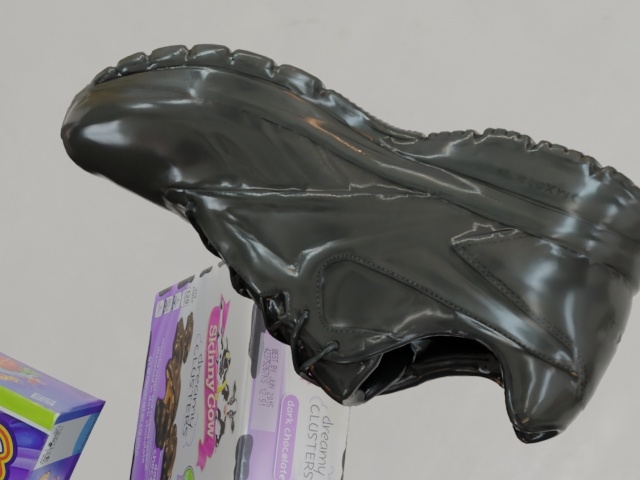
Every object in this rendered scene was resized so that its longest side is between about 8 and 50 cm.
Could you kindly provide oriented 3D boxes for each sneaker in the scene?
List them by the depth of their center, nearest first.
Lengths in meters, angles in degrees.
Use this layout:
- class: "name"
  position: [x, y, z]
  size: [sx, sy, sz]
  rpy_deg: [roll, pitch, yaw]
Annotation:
- class: "sneaker"
  position: [0.000, 0.000, 0.586]
  size: [0.286, 0.109, 0.130]
  rpy_deg: [17, 78, 22]

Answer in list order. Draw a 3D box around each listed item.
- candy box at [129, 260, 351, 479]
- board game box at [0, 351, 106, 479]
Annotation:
- class: "candy box"
  position: [-0.052, 0.100, 0.830]
  size: [0.196, 0.070, 0.165]
  rpy_deg: [-25, 56, 61]
- class: "board game box"
  position: [-0.323, 0.120, 0.707]
  size: [0.347, 0.078, 0.233]
  rpy_deg: [24, 91, 9]
